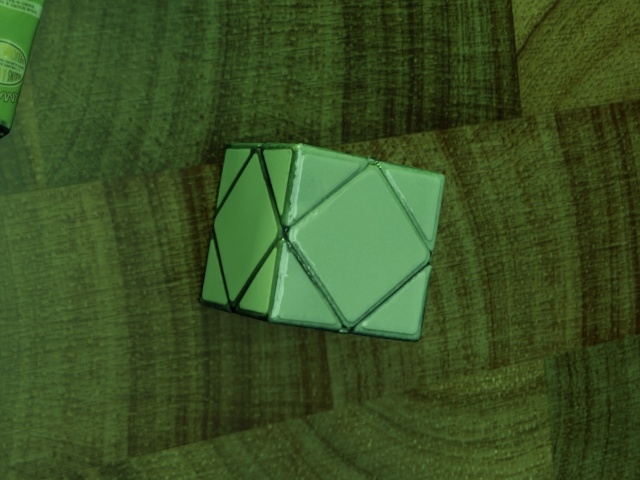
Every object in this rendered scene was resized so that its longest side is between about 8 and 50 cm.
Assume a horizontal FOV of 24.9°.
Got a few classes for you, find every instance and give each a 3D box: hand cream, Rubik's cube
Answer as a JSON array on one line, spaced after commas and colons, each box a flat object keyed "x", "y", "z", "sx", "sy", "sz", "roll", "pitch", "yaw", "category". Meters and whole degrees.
[{"x": -0.351, "y": -0.219, "z": 1.594, "sx": 0.086, "sy": 0.055, "sz": 0.235, "roll": 15, "pitch": 80, "yaw": -31, "category": "hand cream"}, {"x": 0.000, "y": 0.000, "z": 1.708, "sx": 0.205, "sy": 0.205, "sz": 0.207, "roll": 11, "pitch": 90, "yaw": -28, "category": "Rubik's cube"}]
